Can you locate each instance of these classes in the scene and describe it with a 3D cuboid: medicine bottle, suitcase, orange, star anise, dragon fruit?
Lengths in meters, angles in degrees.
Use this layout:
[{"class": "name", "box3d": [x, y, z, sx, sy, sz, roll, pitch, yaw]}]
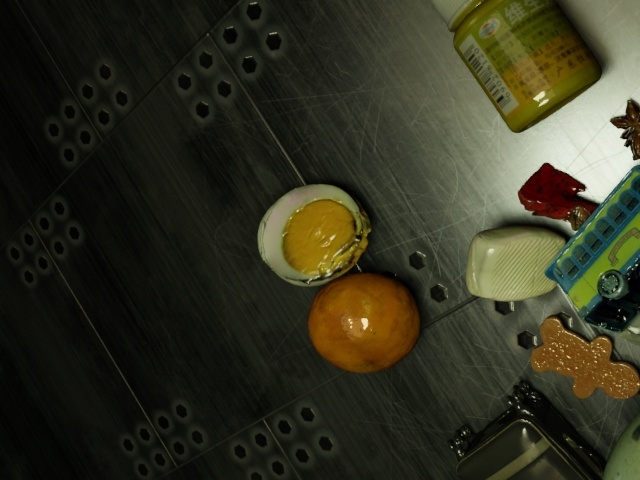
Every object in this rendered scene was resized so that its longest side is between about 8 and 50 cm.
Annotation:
[{"class": "medicine bottle", "box3d": [0.398, -0.440, 1.533, 0.224, 0.224, 0.384, -37, 83, 30]}, {"class": "suitcase", "box3d": [0.535, 0.580, 1.719, 0.434, 0.194, 0.283, 48, 119, 9]}, {"class": "orange", "box3d": [0.108, 0.209, 1.816, 0.284, 0.284, 0.226, -28, 49, 31]}, {"class": "star anise", "box3d": [0.687, -0.211, 1.513, 0.097, 0.070, 0.190, -31, 67, 28]}, {"class": "dragon fruit", "box3d": [0.548, -0.084, 1.640, 0.192, 0.122, 0.092, 23, 151, 19]}]

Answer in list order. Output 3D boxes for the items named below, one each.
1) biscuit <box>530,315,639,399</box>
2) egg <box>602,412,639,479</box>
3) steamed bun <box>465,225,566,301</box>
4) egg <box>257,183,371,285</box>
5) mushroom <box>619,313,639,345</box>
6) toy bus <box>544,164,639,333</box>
[{"class": "biscuit", "box3d": [0.622, 0.287, 1.692, 0.250, 0.036, 0.165, 24, 113, 26]}, {"class": "egg", "box3d": [0.772, 0.493, 1.465, 0.428, 0.345, 0.345, -44, 78, 4]}, {"class": "steamed bun", "box3d": [0.426, 0.042, 1.645, 0.152, 0.239, 0.169, -139, 50, -61]}, {"class": "egg", "box3d": [-0.003, -0.003, 1.894, 0.286, 0.174, 0.264, -31, 67, 8]}, {"class": "mushroom", "box3d": [0.763, 0.213, 1.565, 0.278, 0.099, 0.096, 21, 117, 19]}, {"class": "toy bus", "box3d": [0.643, 0.024, 1.507, 0.312, 0.152, 0.190, -56, 35, 24]}]
